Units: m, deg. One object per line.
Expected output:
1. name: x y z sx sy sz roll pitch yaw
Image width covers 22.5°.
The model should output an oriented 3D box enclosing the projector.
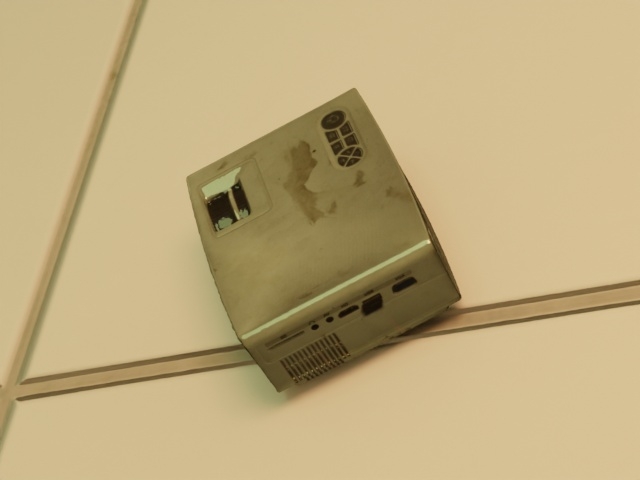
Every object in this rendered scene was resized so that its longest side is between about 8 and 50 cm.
1. projector: 0.000 0.000 0.869 0.115 0.061 0.147 -26 41 4
